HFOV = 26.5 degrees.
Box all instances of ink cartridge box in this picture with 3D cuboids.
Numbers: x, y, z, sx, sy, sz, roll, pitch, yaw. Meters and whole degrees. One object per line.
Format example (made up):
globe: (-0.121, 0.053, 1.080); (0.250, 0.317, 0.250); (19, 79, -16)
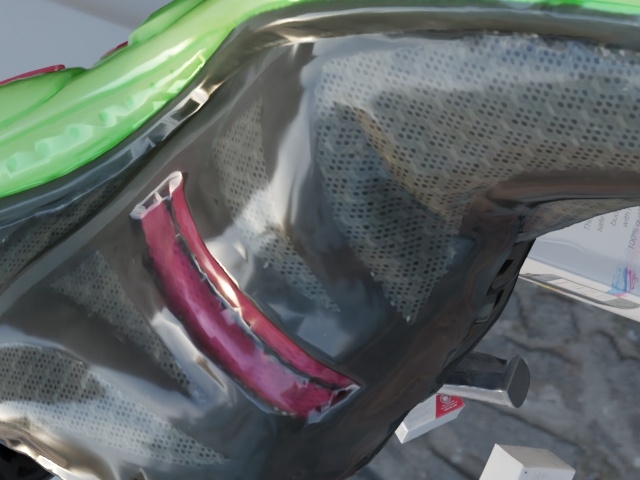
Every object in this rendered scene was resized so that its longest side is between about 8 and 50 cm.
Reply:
ink cartridge box: (0.146, 0.234, 2.199); (0.150, 0.109, 0.063); (61, 161, 21)
ink cartridge box: (0.285, -0.053, 1.300); (0.131, 0.306, 0.226); (168, 121, -71)

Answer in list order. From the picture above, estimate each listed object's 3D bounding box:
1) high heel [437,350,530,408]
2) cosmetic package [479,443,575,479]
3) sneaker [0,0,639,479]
high heel: (0.034, 0.032, 1.003); (0.186, 0.261, 0.093); (7, 51, 34)
cosmetic package: (0.216, 0.368, 1.665); (0.060, 0.099, 0.239); (35, 107, 47)
sneaker: (0.000, 0.000, 0.501); (0.483, 0.185, 0.202); (-17, 97, 43)
